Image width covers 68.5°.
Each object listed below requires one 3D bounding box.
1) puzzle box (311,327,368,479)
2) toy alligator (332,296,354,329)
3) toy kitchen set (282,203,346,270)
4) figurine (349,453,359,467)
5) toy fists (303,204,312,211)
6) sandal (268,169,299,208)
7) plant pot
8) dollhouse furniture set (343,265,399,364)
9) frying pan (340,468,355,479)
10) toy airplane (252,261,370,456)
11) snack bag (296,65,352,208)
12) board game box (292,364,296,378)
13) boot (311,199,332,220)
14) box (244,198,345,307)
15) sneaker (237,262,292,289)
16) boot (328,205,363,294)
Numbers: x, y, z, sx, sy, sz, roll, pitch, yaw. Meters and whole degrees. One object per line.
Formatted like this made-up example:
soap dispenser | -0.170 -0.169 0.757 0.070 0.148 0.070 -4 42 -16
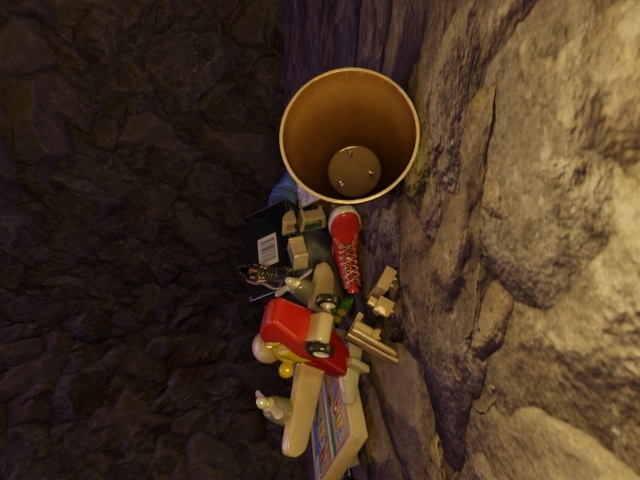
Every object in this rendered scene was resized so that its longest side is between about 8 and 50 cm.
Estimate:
puzzle box | 0.036 0.505 1.446 0.409 0.052 0.272 -101 30 -58
toy alligator | 0.048 0.226 1.466 0.056 0.051 0.190 -58 -3 -45
toy kitchen set | 0.000 0.000 1.362 0.122 0.207 0.166 98 157 -55
figurine | 0.072 0.581 1.506 0.215 0.092 0.209 -121 33 -69
toy fists | -0.050 -0.207 1.810 0.142 0.096 0.279 -174 95 -73
sandal | -0.086 -0.223 1.618 0.138 0.126 0.317 84 -152 -56
plant pot | 0.063 -0.166 0.915 0.254 0.237 0.237 38 -133 -81
dollhouse furniture set | 0.149 0.166 1.017 0.151 0.123 0.144 -60 -4 -21
frying pan | 0.090 0.849 1.618 0.326 0.053 0.197 -137 43 -82
toy airplane | -0.038 0.277 1.201 0.386 0.272 0.384 -35 -62 -66
snack bag | 0.007 -0.276 1.345 0.342 0.037 0.323 -13 81 59
board game box | -0.070 0.417 1.827 0.319 0.066 0.318 -64 -48 -78
boot | 0.012 -0.206 1.573 0.220 0.109 0.283 84 180 -78
box | -0.079 0.070 1.522 0.294 0.182 0.296 31 -136 -51
sneaker | -0.165 0.098 1.330 0.077 0.178 0.072 31 -119 -51
boot | 0.077 0.037 1.249 0.244 0.088 0.176 86 174 -53
